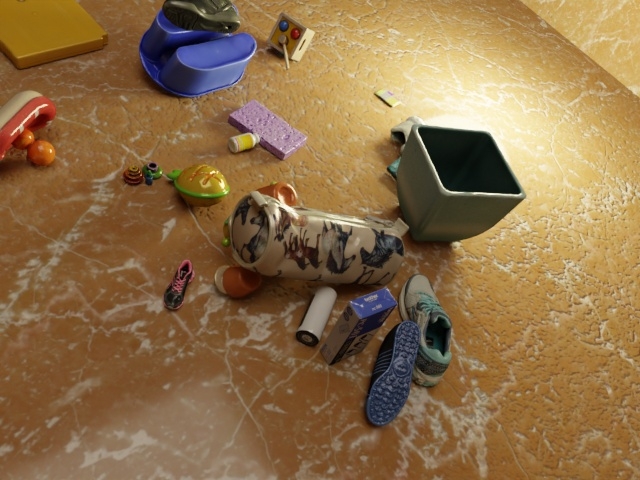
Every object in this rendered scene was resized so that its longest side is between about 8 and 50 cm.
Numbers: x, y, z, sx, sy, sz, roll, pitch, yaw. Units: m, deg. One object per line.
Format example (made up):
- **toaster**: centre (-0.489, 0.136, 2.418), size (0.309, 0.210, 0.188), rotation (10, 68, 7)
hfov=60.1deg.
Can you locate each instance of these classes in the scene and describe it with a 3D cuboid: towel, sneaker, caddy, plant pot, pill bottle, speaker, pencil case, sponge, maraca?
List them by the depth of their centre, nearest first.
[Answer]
- **sneaker**: centre (-0.304, 0.091, 1.189), size (0.047, 0.057, 0.119), rotation (18, 49, -8)
- **sneaker**: centre (0.153, 0.287, 1.193), size (0.081, 0.090, 0.232), rotation (26, 69, 0)
- **pencil case**: centre (0.000, 0.000, 1.226), size (0.410, 0.184, 0.160), rotation (9, 23, -36)
- **speaker**: centre (-0.007, 0.166, 1.239), size (0.055, 0.055, 0.136), rotation (25, 48, 0)
- **sneaker**: centre (0.259, 0.185, 1.278), size (0.110, 0.122, 0.283), rotation (10, 50, -14)
- **maraca**: centre (-0.301, -0.142, 1.359), size (0.127, 0.099, 0.185), rotation (-9, 30, -38)
- **plant pot**: centre (0.338, -0.127, 1.477), size (0.246, 0.252, 0.248), rotation (0, 53, -20)
- **sneaker**: centre (-0.335, -0.648, 1.515), size (0.227, 0.087, 0.131), rotation (-10, 77, -38)
- **pill bottle**: centre (-0.211, -0.273, 1.530), size (0.083, 0.043, 0.043), rotation (-23, 63, -34)
- **sponge**: centre (-0.153, -0.323, 1.602), size (0.210, 0.031, 0.117), rotation (37, 49, 10)
- **caddy**: centre (-0.359, -0.561, 1.629), size (0.341, 0.179, 0.241), rotation (-30, 91, -36)
- **sneaker**: centre (0.313, -0.271, 1.705), size (0.121, 0.099, 0.262), rotation (-26, 59, -23)
- **towel**: centre (0.234, -0.490, 1.899), size (0.083, 0.009, 0.060), rotation (41, 51, 15)

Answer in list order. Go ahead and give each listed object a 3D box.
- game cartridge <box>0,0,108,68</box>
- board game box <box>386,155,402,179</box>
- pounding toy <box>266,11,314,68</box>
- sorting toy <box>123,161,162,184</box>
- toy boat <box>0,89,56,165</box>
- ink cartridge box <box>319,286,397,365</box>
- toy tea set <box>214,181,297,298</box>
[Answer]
- **game cartridge**: centre (-0.823, -0.635, 1.600), size (0.324, 0.053, 0.285), rotation (46, 51, 15)
- **board game box**: centre (0.306, -0.223, 1.631), size (0.186, 0.026, 0.126), rotation (-36, 70, -4)
- **pounding toy**: centre (-0.105, -0.661, 1.841), size (0.130, 0.141, 0.100), rotation (37, 21, 11)
- **sorting toy**: centre (-0.434, -0.171, 1.364), size (0.102, 0.042, 0.061), rotation (-29, 66, -36)
- **toy boat**: centre (-0.686, -0.235, 1.280), size (0.151, 0.151, 0.231), rotation (42, 43, -26)
- **ink cartridge box**: centre (0.075, 0.183, 1.154), size (0.097, 0.207, 0.046), rotation (-16, 60, -31)
- **toy tea set**: centre (-0.147, -0.002, 1.313), size (0.336, 0.124, 0.200), rotation (-40, 103, -43)
